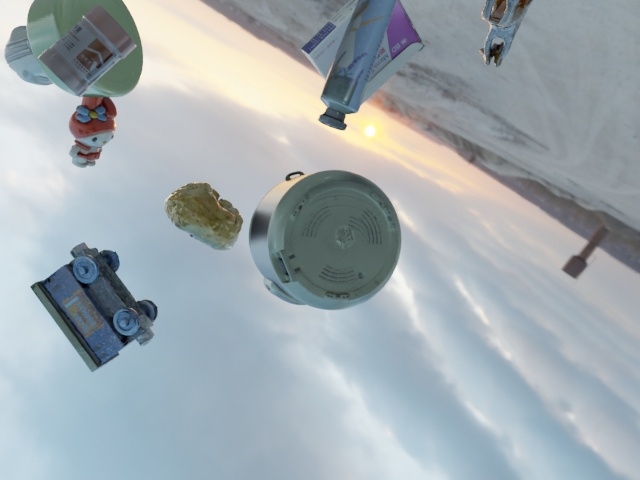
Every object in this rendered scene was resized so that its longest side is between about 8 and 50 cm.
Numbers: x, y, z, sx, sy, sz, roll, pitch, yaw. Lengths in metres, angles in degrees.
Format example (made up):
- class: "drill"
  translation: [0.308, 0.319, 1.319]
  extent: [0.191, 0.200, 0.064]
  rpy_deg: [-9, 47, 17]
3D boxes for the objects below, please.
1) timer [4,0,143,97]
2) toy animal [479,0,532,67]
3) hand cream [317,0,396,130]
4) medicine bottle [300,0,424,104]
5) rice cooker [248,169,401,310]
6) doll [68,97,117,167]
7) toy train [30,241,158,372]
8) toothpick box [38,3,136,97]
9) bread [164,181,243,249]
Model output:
- class: "timer"
  translation: [-0.672, -0.495, 1.366]
  extent: [0.316, 0.290, 0.291]
  rpy_deg: [-4, -177, 22]
- class: "toy animal"
  translation: [0.340, -0.402, 0.917]
  extent: [0.225, 0.284, 0.302]
  rpy_deg: [27, 157, 14]
- class: "hand cream"
  translation: [0.062, -0.286, 0.729]
  extent: [0.058, 0.271, 0.091]
  rpy_deg: [18, -172, -25]
- class: "medicine bottle"
  translation: [0.084, -0.375, 1.020]
  extent: [0.171, 0.201, 0.052]
  rpy_deg: [44, -175, -45]
- class: "rice cooker"
  translation: [0.000, 0.000, 1.264]
  extent: [0.335, 0.334, 0.325]
  rpy_deg: [27, 174, -18]
- class: "doll"
  translation: [-0.750, -0.379, 1.738]
  extent: [0.130, 0.290, 0.161]
  rpy_deg: [33, -154, 14]
- class: "toy train"
  translation: [-0.556, 0.163, 1.328]
  extent: [0.299, 0.202, 0.131]
  rpy_deg: [54, -168, 0]
- class: "toothpick box"
  translation: [-0.439, -0.357, 1.000]
  extent: [0.098, 0.149, 0.098]
  rpy_deg: [44, 175, 5]
- class: "bread"
  translation: [-0.336, -0.079, 1.561]
  extent: [0.244, 0.134, 0.244]
  rpy_deg: [41, -173, -6]
